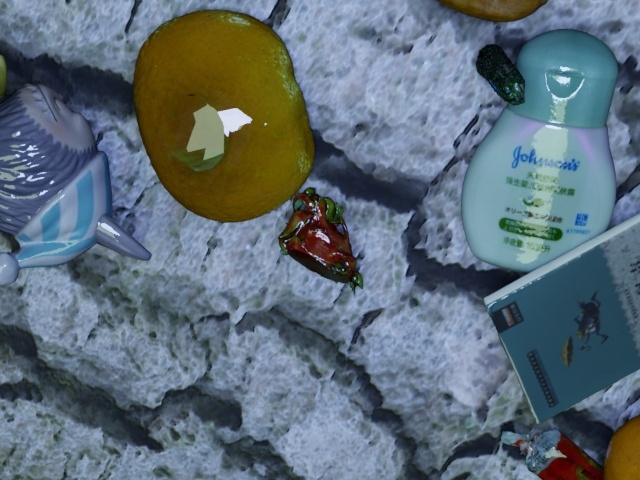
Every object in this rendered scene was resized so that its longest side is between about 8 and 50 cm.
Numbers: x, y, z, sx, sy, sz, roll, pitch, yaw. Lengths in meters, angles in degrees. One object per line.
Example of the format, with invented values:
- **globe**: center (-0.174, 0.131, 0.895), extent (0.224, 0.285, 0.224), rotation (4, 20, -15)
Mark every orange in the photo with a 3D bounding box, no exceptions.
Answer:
- **orange**: center (-0.151, -0.188, 1.346), extent (0.262, 0.196, 0.334), rotation (-12, 99, 0)
- **orange**: center (0.568, 0.375, 1.384), extent (0.240, 0.171, 0.240), rotation (0, 93, -4)

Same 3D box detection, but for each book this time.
- **book**: center (0.446, 0.095, 1.295), extent (0.379, 0.031, 0.264), rotation (-30, 120, 0)

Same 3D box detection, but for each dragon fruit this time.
- **dragon fruit**: center (0.000, 0.000, 1.397), extent (0.138, 0.142, 0.175), rotation (0, 88, 46)

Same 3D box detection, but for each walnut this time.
- **walnut**: center (0.226, -0.378, 1.238), extent (0.207, 0.116, 0.116), rotation (18, 111, 12)

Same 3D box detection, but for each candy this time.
- **candy**: center (0.435, 0.398, 1.479), extent (0.292, 0.059, 0.086), rotation (36, 114, -2)

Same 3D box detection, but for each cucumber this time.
- **cucumber**: center (0.247, -0.230, 1.199), extent (0.044, 0.257, 0.043), rotation (12, 113, -3)

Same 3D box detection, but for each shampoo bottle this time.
- **shampoo bottle**: center (0.333, -0.131, 1.273), extent (0.222, 0.151, 0.349), rotation (13, 109, 14)

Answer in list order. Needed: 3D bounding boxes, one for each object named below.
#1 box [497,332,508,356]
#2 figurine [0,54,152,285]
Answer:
- **box**: center (0.366, 0.155, 1.394), extent (0.146, 0.088, 0.200), rotation (-27, 103, 15)
- **figurine**: center (-0.432, -0.063, 1.334), extent (0.377, 0.361, 0.266), rotation (26, 133, -6)
